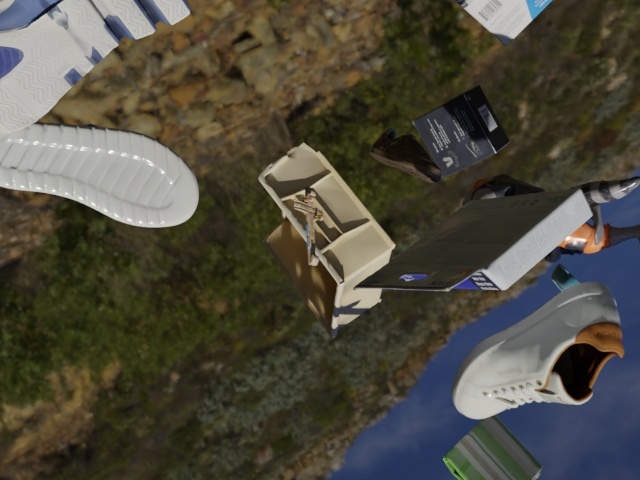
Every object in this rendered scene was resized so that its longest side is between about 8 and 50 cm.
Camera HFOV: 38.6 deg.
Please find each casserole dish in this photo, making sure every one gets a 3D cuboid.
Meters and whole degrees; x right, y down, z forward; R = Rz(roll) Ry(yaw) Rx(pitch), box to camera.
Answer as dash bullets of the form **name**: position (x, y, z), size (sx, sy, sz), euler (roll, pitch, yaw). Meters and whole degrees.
- **casserole dish**: position (0.568, 0.128, 2.002), size (0.037, 0.188, 0.114), euler (-42, -158, 6)

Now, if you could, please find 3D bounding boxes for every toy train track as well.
- **toy train track**: position (-0.007, -0.016, 0.934), size (0.014, 0.083, 0.048), euler (-15, 159, 35)

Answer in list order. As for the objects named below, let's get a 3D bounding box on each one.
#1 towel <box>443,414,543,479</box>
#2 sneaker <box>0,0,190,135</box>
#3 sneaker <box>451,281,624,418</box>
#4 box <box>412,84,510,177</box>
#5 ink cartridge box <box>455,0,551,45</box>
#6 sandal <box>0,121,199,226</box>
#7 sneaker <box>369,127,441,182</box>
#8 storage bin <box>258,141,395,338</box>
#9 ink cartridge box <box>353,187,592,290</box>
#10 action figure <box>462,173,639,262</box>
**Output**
- **towel**: position (0.247, 0.322, 1.313), size (0.152, 0.113, 0.023), euler (-23, 156, -49)
- **sneaker**: position (-0.250, -0.221, 0.775), size (0.316, 0.127, 0.182), euler (-30, -122, -2)
- **sneaker**: position (0.275, 0.178, 1.197), size (0.290, 0.106, 0.123), euler (-50, -148, 39)
- **box**: position (0.328, -0.254, 2.133), size (0.158, 0.156, 0.093), euler (-25, -174, 40)
- **ink cartridge box**: position (0.276, -0.427, 1.441), size (0.139, 0.191, 0.082), euler (-44, -174, 44)
- **sandal**: position (-0.428, -0.142, 1.710), size (0.416, 0.169, 0.102), euler (16, -174, -20)
- **sneaker**: position (0.168, -0.169, 1.747), size (0.188, 0.066, 0.071), euler (29, -92, 46)
- **storage bin**: position (0.000, 0.000, 1.634), size (0.123, 0.260, 0.262), euler (-32, 160, -15)
- **ink cartridge box**: position (0.180, 0.016, 1.115), size (0.224, 0.045, 0.223), euler (-34, -167, -23)
- **action figure**: position (0.391, -0.041, 1.550), size (0.330, 0.178, 0.341), euler (15, -168, 43)
